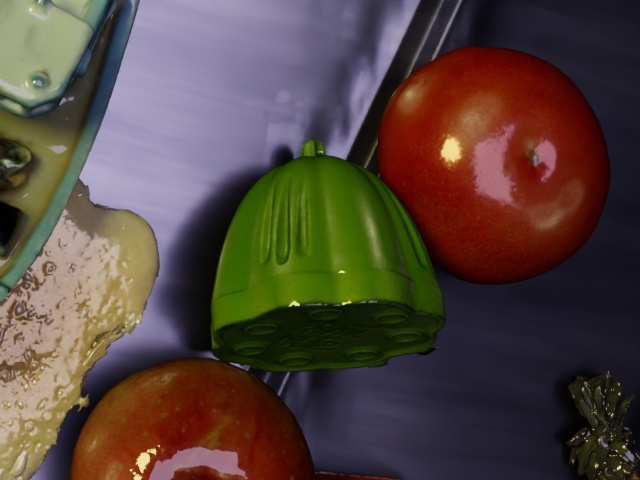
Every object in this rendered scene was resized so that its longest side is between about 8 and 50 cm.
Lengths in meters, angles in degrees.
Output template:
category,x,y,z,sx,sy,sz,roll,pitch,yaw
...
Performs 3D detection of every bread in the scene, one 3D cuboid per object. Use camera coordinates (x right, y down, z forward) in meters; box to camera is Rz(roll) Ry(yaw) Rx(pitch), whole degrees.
category,x,y,z,sx,sy,sz,roll,pitch,yaw
bread,-0.241,0.059,1.037,0.182,0.039,0.251,35,80,-18

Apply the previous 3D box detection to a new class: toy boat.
category,x,y,z,sx,sy,sz,roll,pitch,yaw
toy boat,-0.238,-0.059,0.956,0.145,0.133,0.332,26,74,-10

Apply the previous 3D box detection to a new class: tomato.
category,x,y,z,sx,sy,sz,roll,pitch,yaw
tomato,0.140,-0.060,1.118,0.195,0.136,0.195,0,91,-20

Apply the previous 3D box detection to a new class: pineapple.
category,x,y,z,sx,sy,sz,roll,pitch,yaw
pineapple,0.251,0.192,1.205,0.074,0.074,0.159,-11,87,-19

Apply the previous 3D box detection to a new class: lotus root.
category,x,y,z,sx,sy,sz,roll,pitch,yaw
lotus root,0.000,0.000,1.069,0.186,0.186,0.186,-1,92,-20

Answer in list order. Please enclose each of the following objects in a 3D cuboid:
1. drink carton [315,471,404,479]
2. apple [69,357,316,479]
category,x,y,z,sx,sy,sz,roll,pitch,yaw
drink carton,0.025,0.302,1.123,0.096,0.071,0.223,8,88,-19
apple,-0.096,0.176,1.024,0.181,0.168,0.181,-3,99,-22
